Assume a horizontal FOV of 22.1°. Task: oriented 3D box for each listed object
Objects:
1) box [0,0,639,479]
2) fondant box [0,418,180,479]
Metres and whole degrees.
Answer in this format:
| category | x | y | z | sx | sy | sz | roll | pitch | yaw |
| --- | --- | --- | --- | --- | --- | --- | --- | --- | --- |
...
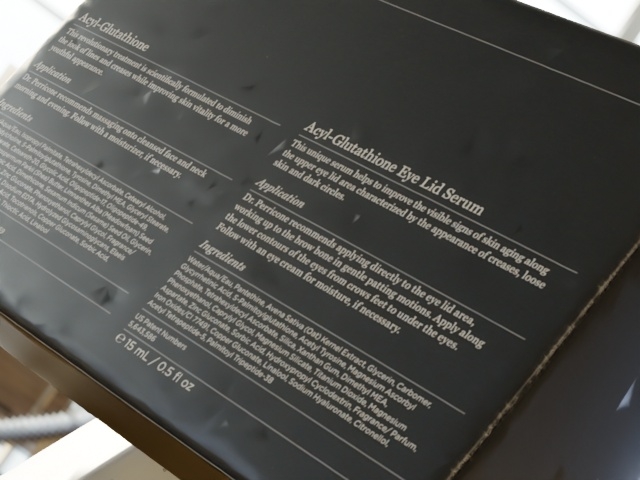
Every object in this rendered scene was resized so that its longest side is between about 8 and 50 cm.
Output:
| category | x | y | z | sx | sy | sz | roll | pitch | yaw |
| --- | --- | --- | --- | --- | --- | --- | --- | --- | --- |
| box | 0.000 | 0.000 | 0.565 | 0.261 | 0.184 | 0.103 | 29 | -16 | 39 |
| fondant box | -0.077 | 0.272 | 1.210 | 0.330 | 0.238 | 0.096 | 62 | -9 | -18 |
